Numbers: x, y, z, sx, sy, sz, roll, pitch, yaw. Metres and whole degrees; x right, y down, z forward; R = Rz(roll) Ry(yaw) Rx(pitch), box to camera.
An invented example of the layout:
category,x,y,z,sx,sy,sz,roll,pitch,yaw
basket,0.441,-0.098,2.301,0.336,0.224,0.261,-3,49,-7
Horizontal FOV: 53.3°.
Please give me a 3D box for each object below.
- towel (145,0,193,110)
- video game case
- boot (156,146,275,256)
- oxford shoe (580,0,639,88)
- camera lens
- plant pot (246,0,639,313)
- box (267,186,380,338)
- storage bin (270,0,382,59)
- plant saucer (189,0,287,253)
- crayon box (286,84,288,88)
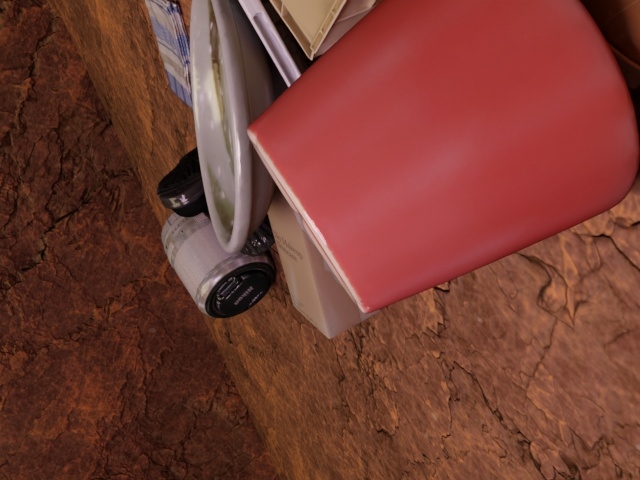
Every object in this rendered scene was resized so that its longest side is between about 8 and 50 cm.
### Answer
category,x,y,z,sx,sy,sz,roll,pitch,yaw
towel,-0.360,-0.463,1.536,0.209,0.034,0.285,44,152,42
video game case,-0.043,-0.250,0.870,0.285,0.025,0.204,59,-170,-18
boot,-0.195,-0.063,1.336,0.260,0.131,0.348,59,-168,-19
oxford shoe,0.202,-0.218,0.504,0.212,0.076,0.076,55,129,23
camera lens,-0.267,0.049,1.666,0.274,0.219,0.219,50,155,30
plant pot,0.087,-0.079,0.563,0.275,0.243,0.275,57,178,4
box,0.000,0.000,1.126,0.148,0.121,0.311,35,146,52
storage bin,-0.001,-0.366,0.654,0.262,0.123,0.260,56,157,2
plant saucer,-0.118,-0.183,0.951,0.400,0.100,0.400,173,90,-74
crayon box,-0.110,-0.219,1.180,0.202,0.081,0.318,55,157,22
